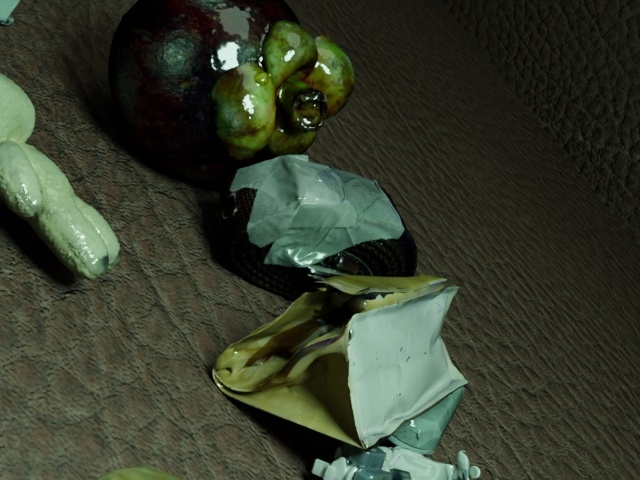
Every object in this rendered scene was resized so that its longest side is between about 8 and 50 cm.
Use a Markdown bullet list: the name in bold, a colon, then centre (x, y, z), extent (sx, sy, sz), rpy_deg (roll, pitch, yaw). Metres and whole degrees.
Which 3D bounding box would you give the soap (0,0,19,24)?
- **soap**: centre (-0.535, -0.395, 1.470), extent (0.261, 0.094, 0.150), rpy_deg (8, 45, -53)

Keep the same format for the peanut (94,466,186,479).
- **peanut**: centre (-0.129, 0.260, 0.895), extent (0.224, 0.129, 0.129), rpy_deg (29, 25, -47)

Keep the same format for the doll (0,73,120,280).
- **doll**: centre (-0.337, -0.061, 1.174), extent (0.278, 0.175, 0.149), rpy_deg (48, 62, -3)

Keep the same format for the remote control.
- **remote control**: centre (0.133, 0.216, 1.429), extent (0.104, 0.052, 0.247), rpy_deg (34, 19, 8)

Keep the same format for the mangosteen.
- **mangosteen**: centre (-0.136, -0.235, 1.503), extent (0.330, 0.330, 0.330), rpy_deg (33, 25, -17)

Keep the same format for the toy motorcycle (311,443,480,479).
- **toy motorcycle**: centre (0.095, 0.279, 1.222), extent (0.221, 0.102, 0.150), rpy_deg (14, 8, -45)

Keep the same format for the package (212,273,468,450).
- **package**: centre (0.047, 0.107, 1.291), extent (0.221, 0.165, 0.311), rpy_deg (18, 14, 27)

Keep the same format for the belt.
- **belt**: centre (0.000, 0.000, 1.462), extent (0.289, 0.184, 0.164), rpy_deg (19, 34, -30)
